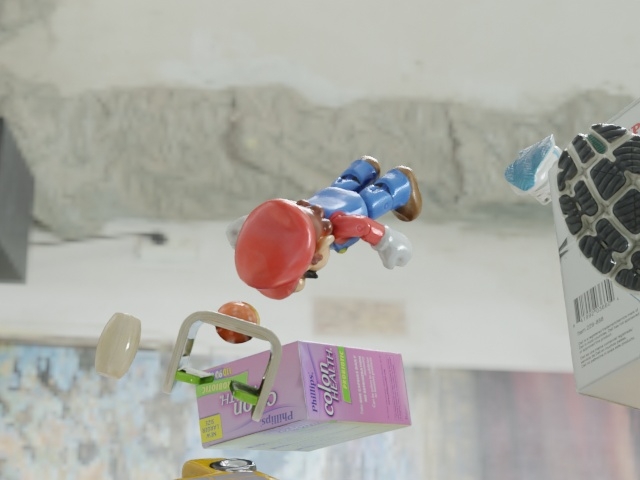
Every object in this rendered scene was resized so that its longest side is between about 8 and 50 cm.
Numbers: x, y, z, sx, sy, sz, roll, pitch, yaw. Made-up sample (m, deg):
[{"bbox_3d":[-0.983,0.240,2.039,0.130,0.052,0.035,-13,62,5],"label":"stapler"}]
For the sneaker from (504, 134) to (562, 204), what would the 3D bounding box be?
[{"bbox_3d":[0.360,-0.105,2.311,0.092,0.087,0.229,61,23,-4],"label":"sneaker"}]

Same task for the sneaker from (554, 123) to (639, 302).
[{"bbox_3d":[0.297,0.024,1.217,0.275,0.107,0.110,54,7,11],"label":"sneaker"}]

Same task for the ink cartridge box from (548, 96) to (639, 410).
[{"bbox_3d":[0.367,0.008,1.541,0.211,0.122,0.289,-39,-136,46],"label":"ink cartridge box"}]

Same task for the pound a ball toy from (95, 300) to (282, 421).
[{"bbox_3d":[-0.153,0.129,1.802,0.319,0.208,0.135,114,-6,-85],"label":"pound a ball toy"}]

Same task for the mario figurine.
[{"bbox_3d":[0.000,0.000,2.026,0.320,0.198,0.170,-30,94,-43],"label":"mario figurine"}]

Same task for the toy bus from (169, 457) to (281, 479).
[{"bbox_3d":[-0.061,0.296,1.382,0.333,0.130,0.108,9,-80,55],"label":"toy bus"}]

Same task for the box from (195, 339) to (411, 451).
[{"bbox_3d":[-0.025,0.238,2.151,0.243,0.214,0.117,10,66,-48],"label":"box"}]
